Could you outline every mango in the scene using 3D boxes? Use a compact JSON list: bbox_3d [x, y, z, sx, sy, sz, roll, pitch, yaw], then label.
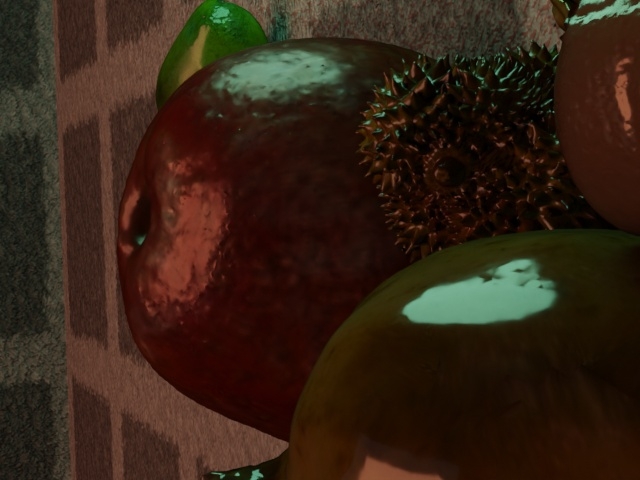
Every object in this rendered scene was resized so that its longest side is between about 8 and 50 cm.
[{"bbox_3d":[-0.107,-0.162,1.335,0.100,0.119,0.178,-94,14,-48],"label":"mango"}]

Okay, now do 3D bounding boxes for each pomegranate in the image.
[{"bbox_3d":[0.115,0.132,0.568,0.307,0.307,0.307,178,90,-70],"label":"pomegranate"}]

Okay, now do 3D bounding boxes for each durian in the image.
[{"bbox_3d":[0.106,-0.037,0.718,0.137,0.168,0.158,-39,74,37],"label":"durian"}]

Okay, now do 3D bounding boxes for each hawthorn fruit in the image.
[{"bbox_3d":[0.000,0.000,0.882,0.284,0.284,0.284,178,90,-70],"label":"hawthorn fruit"}]

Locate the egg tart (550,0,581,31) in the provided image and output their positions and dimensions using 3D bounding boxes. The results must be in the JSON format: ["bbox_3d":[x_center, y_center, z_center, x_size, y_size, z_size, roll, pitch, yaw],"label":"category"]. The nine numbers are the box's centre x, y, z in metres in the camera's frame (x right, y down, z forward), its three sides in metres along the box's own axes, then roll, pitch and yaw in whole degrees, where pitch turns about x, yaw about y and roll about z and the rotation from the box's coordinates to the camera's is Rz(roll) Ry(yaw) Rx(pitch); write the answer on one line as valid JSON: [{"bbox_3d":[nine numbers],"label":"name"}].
[{"bbox_3d":[0.152,-0.208,0.620,0.294,0.123,0.294,176,90,-70],"label":"egg tart"}]

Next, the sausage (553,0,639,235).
[{"bbox_3d":[0.206,-0.058,0.439,0.253,0.123,0.123,3,95,58],"label":"sausage"}]
